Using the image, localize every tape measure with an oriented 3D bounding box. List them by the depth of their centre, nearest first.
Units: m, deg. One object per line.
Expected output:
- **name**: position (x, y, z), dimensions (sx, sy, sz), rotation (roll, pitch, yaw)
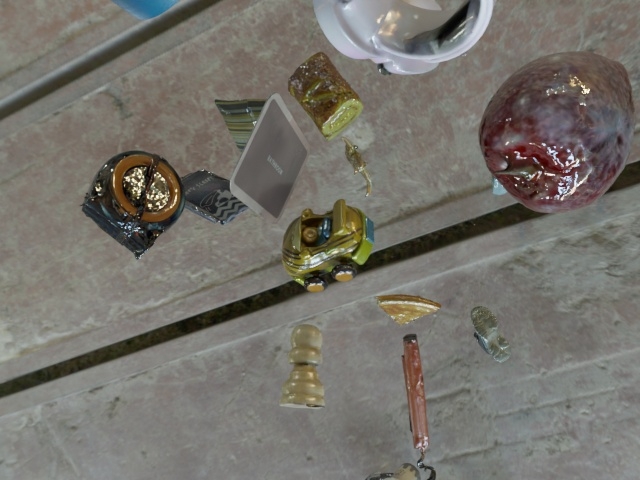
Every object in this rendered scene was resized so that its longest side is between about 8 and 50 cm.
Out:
- **tape measure**: position (-0.417, -0.094, 1.167), dimensions (0.202, 0.223, 0.135), rotation (43, 141, -19)

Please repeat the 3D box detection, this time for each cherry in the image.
- **cherry**: position (0.369, -0.172, 0.795), dimensions (0.300, 0.203, 0.230), rotation (-45, 106, -17)

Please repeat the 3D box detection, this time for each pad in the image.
- **pad**: position (-0.078, -0.130, 0.897), dimensions (0.002, 0.266, 0.176), rotation (22, 85, 15)

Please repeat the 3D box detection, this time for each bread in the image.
- **bread**: position (0.007, -0.339, 1.210), dimensions (0.132, 0.103, 0.172), rotation (-40, 65, 18)

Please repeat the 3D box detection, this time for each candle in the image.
- **candle**: position (0.104, 0.180, 0.544), dimensions (0.021, 0.026, 0.167), rotation (-10, 99, -14)

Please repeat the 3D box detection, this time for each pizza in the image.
- **pizza**: position (0.265, 0.215, 1.657), dimensions (0.201, 0.193, 0.053), rotation (9, 59, -5)

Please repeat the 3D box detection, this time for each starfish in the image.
- **starfish**: position (0.117, -0.222, 1.542), dimensions (0.050, 0.247, 0.138), rotation (-28, 71, 5)

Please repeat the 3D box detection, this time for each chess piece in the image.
- **chess piece**: position (-0.047, 0.395, 1.626), dimensions (0.143, 0.143, 0.261), rotation (-2, 66, 17)

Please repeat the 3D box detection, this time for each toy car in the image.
- **toy car**: position (0.000, 0.000, 1.228), dimensions (0.248, 0.142, 0.200), rotation (-26, 45, 29)

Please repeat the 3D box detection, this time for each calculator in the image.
- **calculator**: position (-0.304, -0.124, 1.402), dimensions (0.274, 0.166, 0.028), rotation (25, 136, 33)

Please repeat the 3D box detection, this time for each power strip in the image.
- **power strip**: position (0.467, -0.216, 1.359), dimensions (0.044, 0.216, 0.137), rotation (-2, 129, 10)

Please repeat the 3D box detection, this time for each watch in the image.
- **watch**: position (0.139, -0.337, 0.670), dimensions (0.231, 0.244, 0.196), rotation (-10, 51, 50)

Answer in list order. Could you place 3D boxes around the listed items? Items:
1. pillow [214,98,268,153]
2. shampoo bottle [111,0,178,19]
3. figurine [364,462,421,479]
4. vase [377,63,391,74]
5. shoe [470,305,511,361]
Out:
- **pillow**: position (-0.179, -0.325, 1.492), dimensions (0.208, 0.212, 0.052), rotation (5, 54, 22)
- **shampoo bottle**: position (-0.314, -0.542, 0.682), dimensions (0.331, 0.343, 0.331), rotation (-19, 60, 36)
- **figurine**: position (0.146, 0.497, 0.848), dimensions (0.145, 0.145, 0.222), rotation (-27, 75, 16)
- **vase**: position (0.251, -0.624, 1.696), dimensions (0.120, 0.120, 0.183), rotation (25, 73, 14)
- **shoe**: position (0.472, 0.267, 1.479), dimensions (0.071, 0.099, 0.169), rotation (-30, 89, -11)
